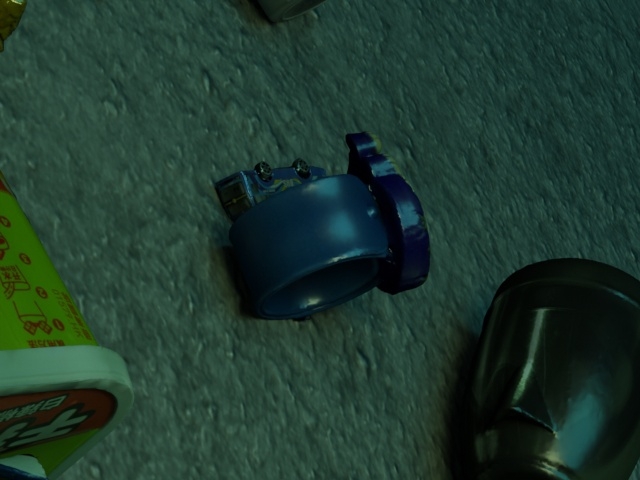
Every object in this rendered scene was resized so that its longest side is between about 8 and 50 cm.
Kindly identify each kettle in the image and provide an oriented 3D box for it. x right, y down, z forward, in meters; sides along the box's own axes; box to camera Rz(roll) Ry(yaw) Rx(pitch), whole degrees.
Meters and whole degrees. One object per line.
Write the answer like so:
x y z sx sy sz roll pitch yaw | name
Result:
0.277 0.238 1.794 0.324 0.228 0.321 -63 144 -46 | kettle

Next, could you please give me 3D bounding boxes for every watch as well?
0.004 0.002 1.665 0.200 0.196 0.171 -16 63 -20 | watch

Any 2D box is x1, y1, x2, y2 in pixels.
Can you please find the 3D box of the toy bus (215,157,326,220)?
-0.050 -0.056 1.748 0.153 0.051 0.061 -8 75 -52 | toy bus

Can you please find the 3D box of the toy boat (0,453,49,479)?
-0.243 0.266 1.166 0.080 0.228 0.046 13 21 3 | toy boat

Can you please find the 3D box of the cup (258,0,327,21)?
-0.069 -0.380 1.923 0.202 0.221 0.167 60 1 1 | cup

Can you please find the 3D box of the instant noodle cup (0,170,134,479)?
-0.333 0.044 1.178 0.294 0.294 0.307 0 56 -49 | instant noodle cup

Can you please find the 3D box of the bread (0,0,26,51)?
-0.386 -0.282 1.443 0.147 0.160 0.260 5 61 -43 | bread
